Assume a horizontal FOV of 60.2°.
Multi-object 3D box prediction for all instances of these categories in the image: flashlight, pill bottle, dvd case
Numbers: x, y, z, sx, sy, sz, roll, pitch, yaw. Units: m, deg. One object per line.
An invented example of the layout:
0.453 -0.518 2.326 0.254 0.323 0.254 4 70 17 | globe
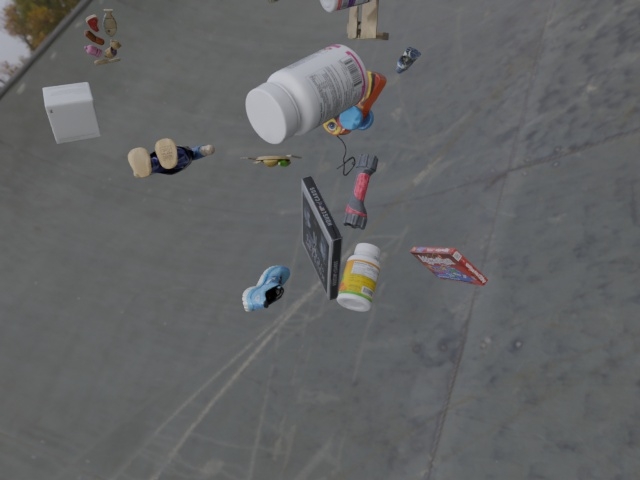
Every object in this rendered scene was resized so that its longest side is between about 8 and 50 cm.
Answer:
0.170 -0.200 2.256 0.103 0.103 0.304 41 -116 -78 | flashlight
0.099 -0.760 1.653 0.194 0.108 0.108 -22 20 -18 | pill bottle
0.000 0.000 1.225 0.030 0.238 0.179 -17 56 -14 | dvd case
-0.032 -0.351 1.329 0.283 0.160 0.160 -37 16 -32 | pill bottle
0.158 0.139 2.147 0.136 0.136 0.245 -16 49 50 | pill bottle

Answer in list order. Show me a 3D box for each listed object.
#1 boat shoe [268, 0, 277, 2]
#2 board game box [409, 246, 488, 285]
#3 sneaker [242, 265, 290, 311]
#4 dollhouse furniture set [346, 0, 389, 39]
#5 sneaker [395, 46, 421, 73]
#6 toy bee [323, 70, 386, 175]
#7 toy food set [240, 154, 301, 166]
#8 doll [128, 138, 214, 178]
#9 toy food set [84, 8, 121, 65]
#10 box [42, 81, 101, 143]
-0.122 -0.739 1.524 0.092 0.102 0.285 -7 1 7 | boat shoe
0.391 0.076 1.715 0.027 0.145 0.281 -49 11 -10 | board game box
-0.106 0.112 1.250 0.073 0.063 0.162 1 29 28 | sneaker
0.164 -0.750 1.878 0.144 0.123 0.151 14 22 31 | dollhouse furniture set
0.293 -0.611 1.877 0.135 0.052 0.058 -45 -10 -37 | sneaker
0.064 -0.370 1.623 0.162 0.195 0.298 31 92 21 | toy bee
-0.170 -0.277 1.956 0.192 0.038 0.132 1 5 19 | toy food set
-0.222 -0.122 0.824 0.129 0.046 0.189 -19 9 -2 | doll
-0.466 -0.427 1.174 0.078 0.122 0.019 -17 55 -17 | toy food set
-0.565 -0.292 1.259 0.101 0.102 0.087 -14 46 -20 | box
